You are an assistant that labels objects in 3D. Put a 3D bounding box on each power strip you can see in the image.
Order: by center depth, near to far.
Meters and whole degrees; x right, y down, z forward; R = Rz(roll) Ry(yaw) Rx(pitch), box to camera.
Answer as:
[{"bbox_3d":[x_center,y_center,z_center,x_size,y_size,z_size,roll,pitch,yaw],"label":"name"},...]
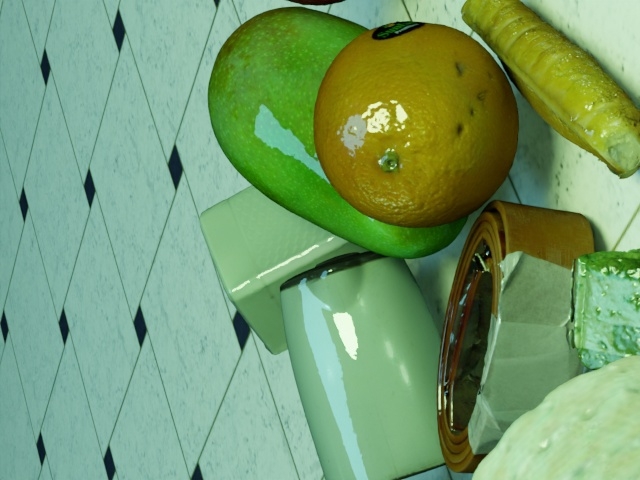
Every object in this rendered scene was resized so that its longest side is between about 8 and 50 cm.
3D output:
[{"bbox_3d":[0.000,0.000,2.172,0.140,0.224,0.139,58,-174,-49],"label":"power strip"}]

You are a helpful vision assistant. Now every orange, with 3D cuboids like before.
[{"bbox_3d":[0.086,-0.104,1.784,0.206,0.206,0.206,176,90,-68],"label":"orange"}]

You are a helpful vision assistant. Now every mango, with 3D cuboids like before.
[{"bbox_3d":[0.019,-0.109,2.011,0.201,0.225,0.382,-55,45,16],"label":"mango"}]

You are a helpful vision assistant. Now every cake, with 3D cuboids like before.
[{"bbox_3d":[0.323,0.069,1.572,0.235,0.099,0.100,11,104,45],"label":"cake"}]

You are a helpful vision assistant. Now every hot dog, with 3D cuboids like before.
[{"bbox_3d":[0.211,-0.150,1.751,0.083,0.068,0.289,50,-175,-39],"label":"hot dog"}]

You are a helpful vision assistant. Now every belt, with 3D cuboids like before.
[{"bbox_3d":[0.176,0.096,1.795,0.184,0.105,0.261,-107,27,-61],"label":"belt"}]

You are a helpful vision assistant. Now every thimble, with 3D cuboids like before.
[{"bbox_3d":[0.261,0.230,1.435,0.195,0.292,0.291,-122,35,-51],"label":"thimble"}]

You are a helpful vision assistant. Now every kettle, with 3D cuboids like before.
[{"bbox_3d":[0.053,0.129,2.038,0.221,0.161,0.236,6,-116,-82],"label":"kettle"}]

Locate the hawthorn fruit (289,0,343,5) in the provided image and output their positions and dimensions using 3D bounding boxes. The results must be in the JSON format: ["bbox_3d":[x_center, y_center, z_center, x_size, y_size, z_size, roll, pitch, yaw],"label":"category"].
[{"bbox_3d":[0.002,-0.377,2.003,0.300,0.254,0.254,154,110,-63],"label":"hawthorn fruit"}]
